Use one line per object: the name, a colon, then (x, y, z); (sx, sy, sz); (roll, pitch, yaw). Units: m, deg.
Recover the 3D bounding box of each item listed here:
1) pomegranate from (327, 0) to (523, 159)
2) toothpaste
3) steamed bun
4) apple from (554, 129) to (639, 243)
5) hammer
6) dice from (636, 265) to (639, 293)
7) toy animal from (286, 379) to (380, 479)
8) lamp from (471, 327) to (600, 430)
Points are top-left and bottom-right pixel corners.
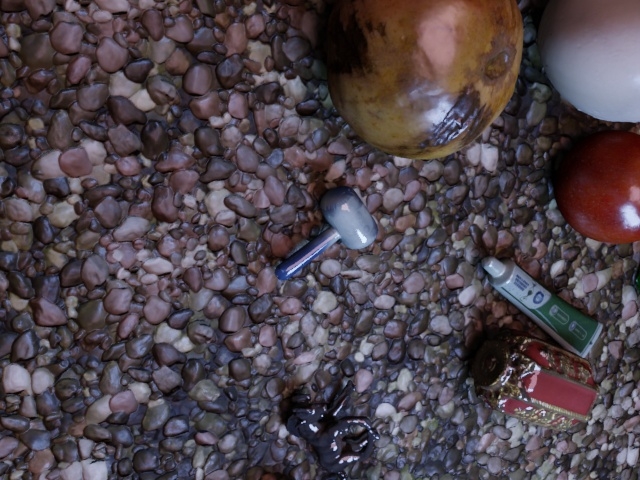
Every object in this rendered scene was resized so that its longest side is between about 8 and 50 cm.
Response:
pomegranate: (0.156, -0.282, 1.044); (0.322, 0.322, 0.322); (-6, 106, -23)
toothpaste: (0.454, 0.131, 1.408); (0.392, 0.061, 0.098); (34, 87, -30)
steamed bun: (0.529, -0.366, 1.161); (0.324, 0.324, 0.206); (-44, 137, -8)
apple: (0.569, -0.101, 1.323); (0.218, 0.201, 0.218); (-3, 97, -25)
hammer: (0.000, 0.000, 1.169); (0.194, 0.069, 0.116); (-38, 116, -6)
dice: (0.785, 0.089, 1.505); (0.131, 0.128, 0.120); (14, 99, -28)
toy animal: (0.025, 0.358, 1.273); (0.148, 0.084, 0.232); (-23, 119, 1)
lamp: (0.429, 0.280, 1.379); (0.274, 0.177, 0.177); (22, 93, -29)
